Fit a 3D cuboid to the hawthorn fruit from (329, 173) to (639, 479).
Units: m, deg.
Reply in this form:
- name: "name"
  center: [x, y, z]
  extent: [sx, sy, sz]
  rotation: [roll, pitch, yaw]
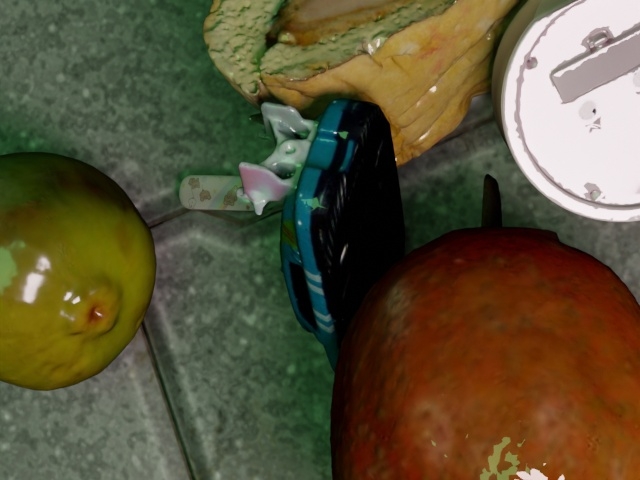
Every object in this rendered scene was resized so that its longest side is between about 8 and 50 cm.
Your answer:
- name: "hawthorn fruit"
  center: [0.146, 0.115, 1.372]
  extent: [0.285, 0.285, 0.368]
  rotation: [-15, 61, 20]

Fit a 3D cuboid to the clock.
- name: "clock"
  center: [0.235, -0.117, 1.388]
  extent: [0.197, 0.068, 0.196]
  rotation: [-1, 106, -3]

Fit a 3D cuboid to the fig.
- name: "fig"
  center: [-0.252, 0.012, 1.560]
  extent: [0.207, 0.207, 0.230]
  rotation: [-44, 40, 14]

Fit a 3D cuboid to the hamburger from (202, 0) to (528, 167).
- name: "hamburger"
  center: [0.053, -0.172, 1.443]
  extent: [0.330, 0.209, 0.162]
  rotation: [-36, 63, -21]

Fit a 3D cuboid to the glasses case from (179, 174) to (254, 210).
- name: "glasses case"
  center: [-0.088, -0.042, 1.580]
  extent: [0.083, 0.021, 0.032]
  rotation: [3, 91, 21]

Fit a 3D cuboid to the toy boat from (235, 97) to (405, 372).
- name: "toy boat"
  center: [0.000, 0.000, 1.408]
  extent: [0.092, 0.299, 0.134]
  rotation: [14, 62, 14]
